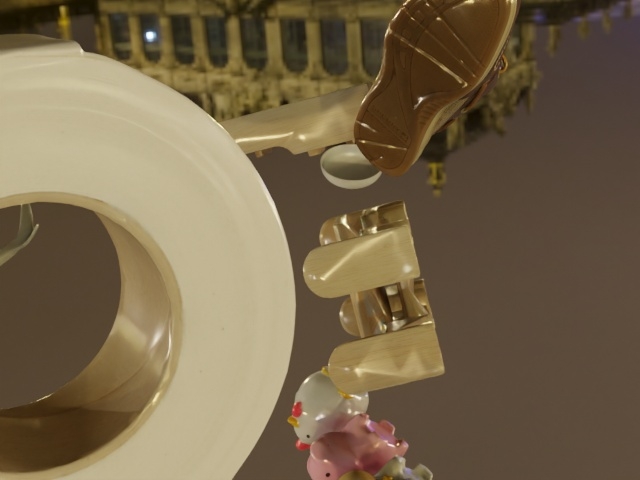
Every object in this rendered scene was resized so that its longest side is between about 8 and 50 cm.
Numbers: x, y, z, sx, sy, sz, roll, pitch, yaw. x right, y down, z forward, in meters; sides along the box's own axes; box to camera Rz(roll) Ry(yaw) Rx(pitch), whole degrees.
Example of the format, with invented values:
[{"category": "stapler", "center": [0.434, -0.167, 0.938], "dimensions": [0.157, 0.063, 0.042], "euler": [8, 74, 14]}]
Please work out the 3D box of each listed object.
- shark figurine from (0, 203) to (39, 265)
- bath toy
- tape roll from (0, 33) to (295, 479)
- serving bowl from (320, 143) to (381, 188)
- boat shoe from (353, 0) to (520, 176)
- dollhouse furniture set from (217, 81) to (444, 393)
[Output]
[{"category": "shark figurine", "center": [-0.479, 0.021, 1.299], "dimensions": [0.278, 0.166, 0.116], "euler": [8, -169, -2]}, {"category": "bath toy", "center": [0.047, 0.310, 1.448], "dimensions": [0.151, 0.129, 0.348], "euler": [26, -164, -36]}, {"category": "tape roll", "center": [-0.159, 0.038, 0.564], "dimensions": [0.286, 0.286, 0.100], "euler": [-13, -162, -25]}, {"category": "serving bowl", "center": [0.041, -0.093, 1.413], "dimensions": [0.083, 0.027, 0.083], "euler": [0, -141, 0]}, {"category": "boat shoe", "center": [0.148, -0.207, 1.241], "dimensions": [0.123, 0.342, 0.123], "euler": [-36, -106, -32]}, {"category": "dollhouse furniture set", "center": [0.000, 0.000, 1.517], "dimensions": [0.257, 0.394, 0.362], "euler": [-14, -173, 5]}]
